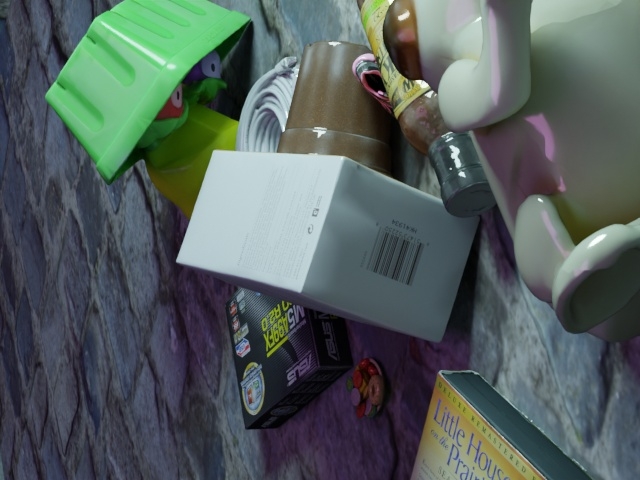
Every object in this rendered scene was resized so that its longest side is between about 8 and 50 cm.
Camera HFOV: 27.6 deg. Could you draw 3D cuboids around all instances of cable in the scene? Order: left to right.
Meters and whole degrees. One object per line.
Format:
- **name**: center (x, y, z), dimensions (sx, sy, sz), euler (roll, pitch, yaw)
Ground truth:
- **cable**: center (-0.050, -0.132, 1.950), dimensions (0.257, 0.089, 0.257), euler (-9, 81, 63)

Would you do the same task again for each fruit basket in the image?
- **fruit basket**: center (-0.215, -0.203, 2.090), dimensions (0.283, 0.392, 0.392), euler (-50, 43, 26)

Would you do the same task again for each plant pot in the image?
- **plant pot**: center (0.028, -0.172, 1.743), dimensions (0.167, 0.167, 0.165), euler (-2, 78, 62)

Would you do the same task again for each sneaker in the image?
- **sneaker**: center (0.090, -0.186, 1.656), dimensions (0.047, 0.119, 0.057), euler (-49, 16, 15)

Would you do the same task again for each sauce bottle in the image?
- **sauce bottle**: center (0.136, -0.186, 1.573), dimensions (0.111, 0.111, 0.344), euler (-57, 41, 44)

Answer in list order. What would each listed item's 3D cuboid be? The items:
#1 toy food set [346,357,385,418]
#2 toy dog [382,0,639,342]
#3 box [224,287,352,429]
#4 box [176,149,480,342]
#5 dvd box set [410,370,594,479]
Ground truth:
- **toy food set**: center (0.063, 0.202, 1.778), dimensions (0.083, 0.020, 0.083), euler (-65, 36, 37)
- **toy dog**: center (0.239, -0.137, 1.194), dimensions (0.408, 0.284, 0.395), euler (61, 179, 22)
- **box**: center (-0.054, 0.141, 1.967), dimensions (0.270, 0.060, 0.216), euler (-45, 49, 52)
- **box**: center (0.000, 0.000, 1.655), dimensions (0.345, 0.215, 0.168), euler (9, 80, 59)
- **dvd box set**: center (0.181, 0.404, 1.495), dimensions (0.307, 0.062, 0.421), euler (42, 125, 56)
